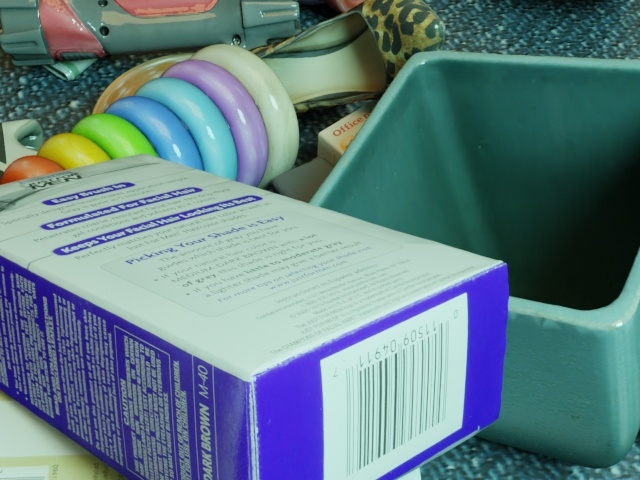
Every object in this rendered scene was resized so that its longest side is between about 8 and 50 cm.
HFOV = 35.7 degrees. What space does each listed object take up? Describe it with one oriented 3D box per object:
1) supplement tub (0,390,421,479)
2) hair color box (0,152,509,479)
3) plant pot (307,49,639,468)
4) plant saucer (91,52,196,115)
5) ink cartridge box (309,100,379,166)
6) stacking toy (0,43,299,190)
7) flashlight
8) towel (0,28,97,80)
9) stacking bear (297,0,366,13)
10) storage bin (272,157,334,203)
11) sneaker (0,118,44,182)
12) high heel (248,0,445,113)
[{"bbox_3d":[-0.099,0.196,0.657,0.316,0.228,0.228,-1,53,-3],"label":"supplement tub"},{"bbox_3d":[-0.081,0.041,0.596,0.185,0.110,0.339,-19,28,-40],"label":"hair color box"},{"bbox_3d":[0.156,0.034,0.760,0.247,0.252,0.248,10,50,32],"label":"plant pot"},{"bbox_3d":[-0.131,-0.111,1.011,0.200,0.037,0.200,1,52,-1],"label":"plant saucer"},{"bbox_3d":[0.063,-0.063,0.946,0.092,0.090,0.143,-33,60,-25],"label":"ink cartridge box"},{"bbox_3d":[-0.172,-0.045,0.808,0.141,0.141,0.330,37,48,23],"label":"stacking toy"},{"bbox_3d":[-0.174,-0.242,1.029,0.304,0.103,0.103,-6,43,0],"label":"flashlight"},{"bbox_3d":[-0.268,-0.243,1.120,0.113,0.023,0.152,32,56,18],"label":"towel"},{"bbox_3d":[-0.074,-0.360,1.133,0.289,0.175,0.164,17,87,23],"label":"stacking bear"},{"bbox_3d":[0.000,0.000,0.879,0.098,0.135,0.091,-25,46,-19],"label":"storage bin"},{"bbox_3d":[-0.248,0.003,0.866,0.146,0.122,0.330,-23,57,-16],"label":"sneaker"},{"bbox_3d":[-0.006,-0.152,0.896,0.186,0.261,0.093,-21,100,-17],"label":"high heel"}]
